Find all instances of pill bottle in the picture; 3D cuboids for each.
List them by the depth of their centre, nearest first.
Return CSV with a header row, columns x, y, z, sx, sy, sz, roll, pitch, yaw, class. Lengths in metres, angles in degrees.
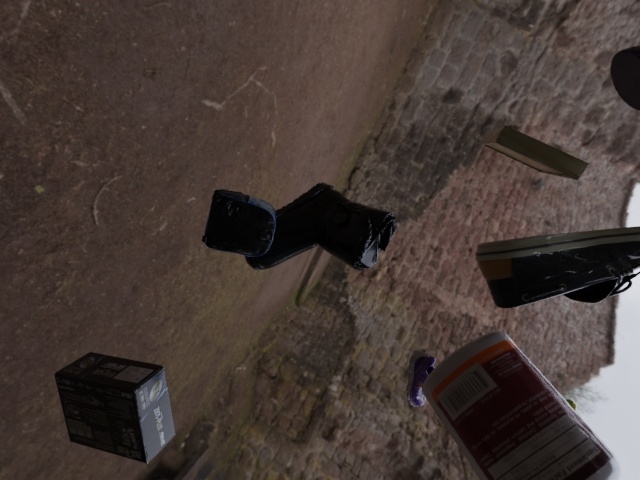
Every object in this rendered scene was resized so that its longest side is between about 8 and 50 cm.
x,y,z,sx,sy,sz,roll,pitch,yaw,class
0.395,0.392,0.798,0.224,0.392,0.224,-21,143,-17,pill bottle

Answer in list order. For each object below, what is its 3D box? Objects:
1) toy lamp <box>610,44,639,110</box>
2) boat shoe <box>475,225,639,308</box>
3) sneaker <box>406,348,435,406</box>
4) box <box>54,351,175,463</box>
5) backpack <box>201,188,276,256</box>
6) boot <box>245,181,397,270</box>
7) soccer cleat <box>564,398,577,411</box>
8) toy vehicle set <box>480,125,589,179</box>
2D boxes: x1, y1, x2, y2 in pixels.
x,y,z,sx,sy,sz,roll,pitch,yaw,class
0.446,-0.231,0.420,0.274,0.080,0.080,-28,179,12,toy lamp
0.583,0.054,0.920,0.187,0.499,0.156,155,-72,-80,boat shoe
0.256,0.354,1.050,0.068,0.071,0.170,-41,135,-47,sneaker
-0.365,0.295,0.754,0.077,0.180,0.148,-38,128,-65,box
-0.135,-0.032,0.734,0.084,0.114,0.105,-98,-155,-70,backpack
0.000,0.000,0.795,0.246,0.207,0.094,-40,135,-18,boot
0.729,0.612,1.315,0.093,0.121,0.289,-18,136,-50,soccer cleat
0.444,-0.191,0.909,0.035,0.165,0.267,-64,173,17,toy vehicle set
